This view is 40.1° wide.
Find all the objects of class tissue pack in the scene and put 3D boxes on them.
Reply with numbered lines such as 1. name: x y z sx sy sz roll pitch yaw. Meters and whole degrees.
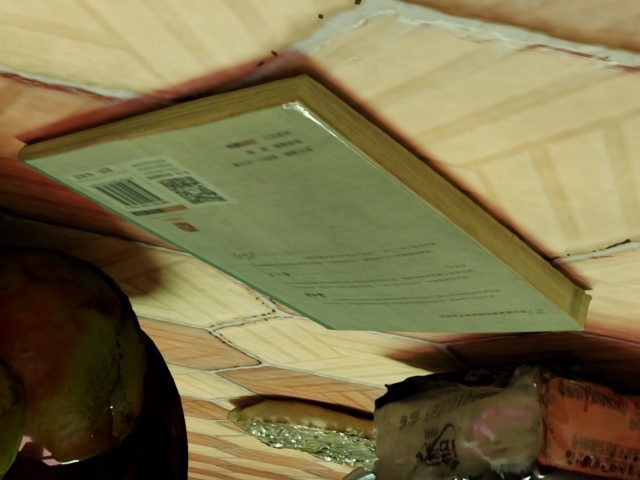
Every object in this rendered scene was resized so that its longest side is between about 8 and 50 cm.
1. tissue pack: 0.235 0.184 0.759 0.332 0.123 0.245 16 154 -25

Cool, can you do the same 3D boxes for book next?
1. book: 0.000 0.000 0.506 0.215 0.025 0.283 -5 155 39

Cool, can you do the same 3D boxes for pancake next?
1. pancake: 0.003 0.271 1.208 0.282 0.049 0.282 10 159 4

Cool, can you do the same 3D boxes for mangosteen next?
1. mangosteen: -0.288 0.167 0.608 0.381 0.381 0.421 9 161 3

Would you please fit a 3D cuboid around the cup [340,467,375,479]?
1. cup: 0.181 0.547 1.573 0.331 0.257 0.311 5 158 20
